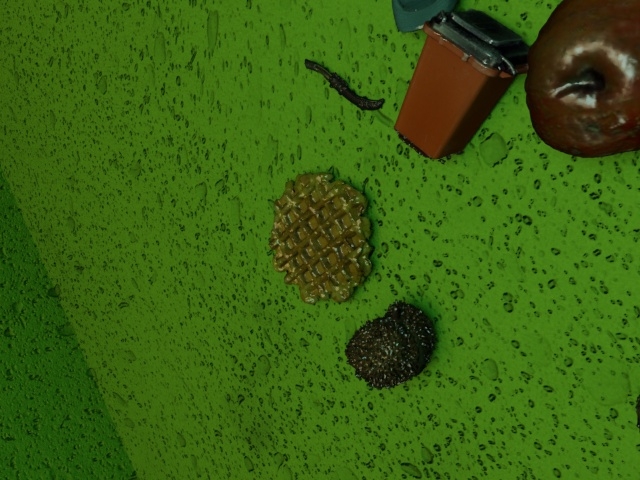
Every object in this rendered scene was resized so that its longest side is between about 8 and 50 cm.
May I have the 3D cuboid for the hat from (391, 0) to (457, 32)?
[{"bbox_3d":[0.195,-0.464,1.107,0.138,0.078,0.190,-1,82,32],"label":"hat"}]

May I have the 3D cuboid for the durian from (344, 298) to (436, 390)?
[{"bbox_3d":[0.146,0.209,1.239,0.167,0.196,0.196,23,116,26],"label":"durian"}]

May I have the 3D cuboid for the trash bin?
[{"bbox_3d":[0.252,-0.265,1.062,0.184,0.161,0.238,43,133,24],"label":"trash bin"}]

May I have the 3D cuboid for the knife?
[{"bbox_3d":[0.046,-0.335,1.299,0.222,0.021,0.045,36,123,24],"label":"knife"}]

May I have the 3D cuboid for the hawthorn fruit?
[{"bbox_3d":[0.429,-0.241,0.858,0.262,0.258,0.258,3,105,11],"label":"hawthorn fruit"}]

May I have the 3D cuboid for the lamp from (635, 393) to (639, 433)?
[{"bbox_3d":[0.618,0.259,0.871,0.274,0.177,0.177,-20,88,42],"label":"lamp"}]

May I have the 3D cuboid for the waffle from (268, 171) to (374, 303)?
[{"bbox_3d":[0.000,0.000,1.396,0.302,0.068,0.324,19,115,36],"label":"waffle"}]
